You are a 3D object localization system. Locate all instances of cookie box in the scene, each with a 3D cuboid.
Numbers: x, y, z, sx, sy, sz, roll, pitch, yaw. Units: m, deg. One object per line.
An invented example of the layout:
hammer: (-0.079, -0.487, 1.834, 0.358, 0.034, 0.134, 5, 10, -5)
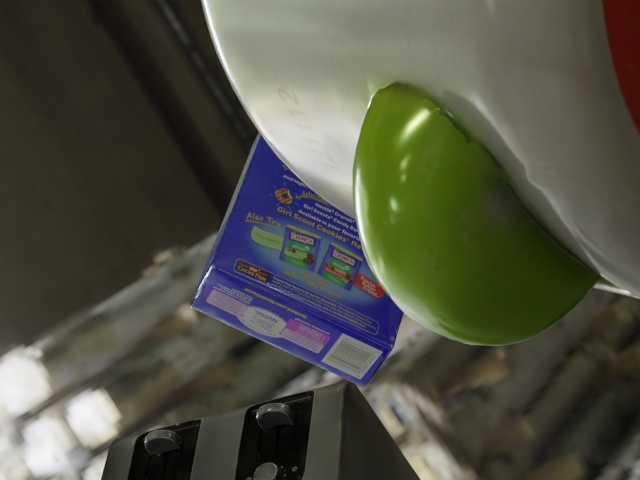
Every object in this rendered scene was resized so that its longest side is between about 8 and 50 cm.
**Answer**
cookie box: (0.000, 0.000, 0.836, 0.040, 0.092, 0.107, -55, 12, 51)

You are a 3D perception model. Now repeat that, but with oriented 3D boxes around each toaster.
toaster: (-0.025, 0.182, 1.102, 0.168, 0.185, 0.110, -16, 43, 20)

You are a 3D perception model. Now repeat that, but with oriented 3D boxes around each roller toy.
roller toy: (0.072, -0.086, 0.468, 0.209, 0.191, 0.146, -14, 17, -36)
